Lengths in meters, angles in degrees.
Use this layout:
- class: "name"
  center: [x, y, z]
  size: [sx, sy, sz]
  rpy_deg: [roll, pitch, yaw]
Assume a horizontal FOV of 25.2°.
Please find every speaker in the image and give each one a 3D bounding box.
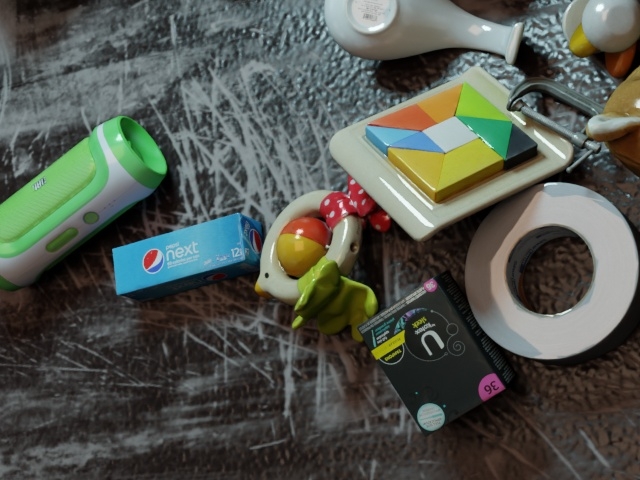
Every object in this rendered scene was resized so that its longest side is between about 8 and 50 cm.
- class: "speaker"
  center: [-0.367, -0.052, 2.072]
  size: [0.296, 0.131, 0.131]
  rpy_deg: [-36, 66, 15]

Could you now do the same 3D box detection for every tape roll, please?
- class: "tape roll"
  center: [0.291, 0.042, 1.757]
  size: [0.219, 0.072, 0.219]
  rpy_deg: [-6, 77, 26]

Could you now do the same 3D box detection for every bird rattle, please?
- class: "bird rattle"
  center: [0.000, 0.000, 1.885]
  size: [0.207, 0.143, 0.254]
  rpy_deg: [2, 76, 43]

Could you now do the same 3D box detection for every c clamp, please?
- class: "c clamp"
  center: [0.295, -0.155, 1.780]
  size: [0.160, 0.137, 0.022]
  rpy_deg: [38, 141, 32]

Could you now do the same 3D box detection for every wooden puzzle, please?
- class: "wooden puzzle"
  center: [0.161, -0.119, 1.791]
  size: [0.238, 0.044, 0.221]
  rpy_deg: [-29, 49, -17]

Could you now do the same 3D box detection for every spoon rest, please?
- class: "spoon rest"
  center: [0.136, -0.288, 1.881]
  size: [0.276, 0.084, 0.137]
  rpy_deg: [18, 100, 16]

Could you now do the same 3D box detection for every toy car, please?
- class: "toy car"
  center: [0.392, -0.284, 1.754]
  size: [0.136, 0.159, 0.182]
  rpy_deg: [33, 94, -7]

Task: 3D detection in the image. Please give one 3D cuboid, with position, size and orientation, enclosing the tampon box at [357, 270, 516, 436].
- class: "tampon box"
  center: [0.145, 0.138, 1.767]
  size: [0.120, 0.101, 0.161]
  rpy_deg: [-35, 85, 16]

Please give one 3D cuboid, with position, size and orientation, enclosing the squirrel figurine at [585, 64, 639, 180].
- class: "squirrel figurine"
  center: [0.481, -0.073, 1.585]
  size: [0.370, 0.281, 0.397]
  rpy_deg: [4, 78, 33]

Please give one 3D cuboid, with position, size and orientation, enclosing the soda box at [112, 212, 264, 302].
- class: "soda box"
  center: [-0.183, 0.026, 1.996]
  size: [0.210, 0.067, 0.071]
  rpy_deg: [-15, 72, 22]
